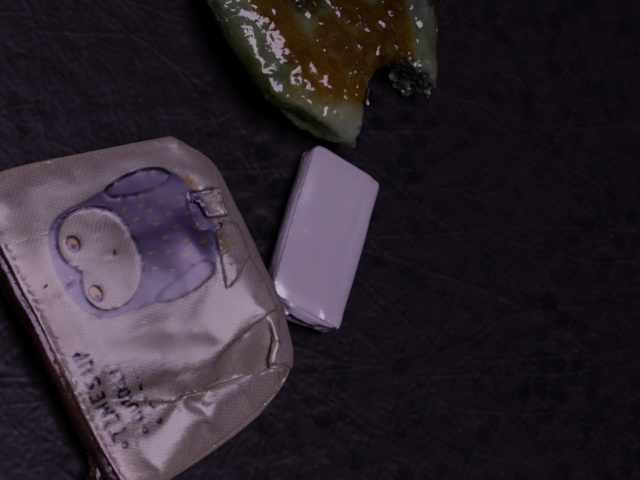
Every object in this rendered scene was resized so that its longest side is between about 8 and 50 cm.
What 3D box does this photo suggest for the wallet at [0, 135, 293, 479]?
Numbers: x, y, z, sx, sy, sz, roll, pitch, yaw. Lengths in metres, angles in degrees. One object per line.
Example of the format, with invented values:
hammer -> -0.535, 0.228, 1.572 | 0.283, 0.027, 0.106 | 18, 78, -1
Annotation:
wallet -> -0.163, 0.062, 1.797 | 0.275, 0.068, 0.335 | -27, 90, -35

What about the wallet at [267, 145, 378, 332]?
wallet -> 0.000, 0.000, 1.951 | 0.095, 0.033, 0.190 | 31, 60, -22

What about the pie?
pie -> 0.001, -0.246, 2.006 | 0.302, 0.067, 0.302 | 12, 69, -32
